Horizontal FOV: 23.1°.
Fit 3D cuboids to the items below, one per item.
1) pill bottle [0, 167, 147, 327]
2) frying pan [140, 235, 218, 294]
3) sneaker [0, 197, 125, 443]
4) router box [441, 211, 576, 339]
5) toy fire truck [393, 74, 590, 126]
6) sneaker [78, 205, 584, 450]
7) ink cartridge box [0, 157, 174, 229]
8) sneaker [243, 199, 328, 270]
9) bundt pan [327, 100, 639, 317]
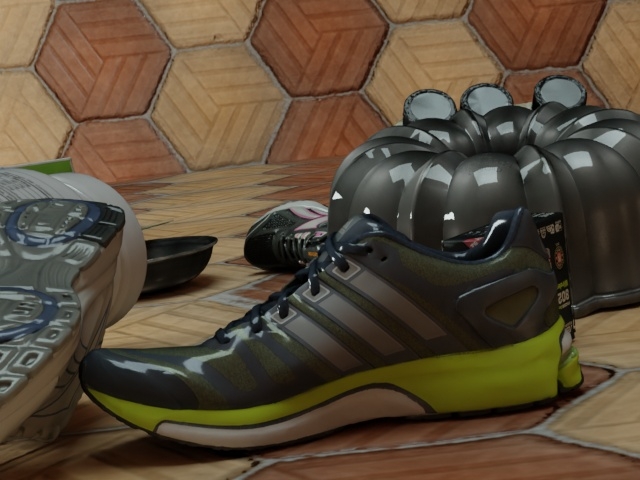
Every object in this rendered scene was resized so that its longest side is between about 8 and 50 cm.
[{"bbox_3d":[-0.254,0.032,1.150,0.160,0.160,0.283,-3,7,24],"label":"pill bottle"},{"bbox_3d":[-0.226,0.036,1.533,0.197,0.053,0.326,-5,8,25],"label":"frying pan"},{"bbox_3d":[-0.181,0.076,0.944,0.111,0.129,0.297,6,23,11],"label":"sneaker"},{"bbox_3d":[0.128,0.035,1.050,0.038,0.092,0.122,-2,9,32],"label":"router box"},{"bbox_3d":[0.198,-0.050,1.608,0.217,0.246,0.158,-6,-38,-6],"label":"toy fire truck"},{"bbox_3d":[0.004,0.048,0.935,0.300,0.121,0.111,-8,7,-11],"label":"sneaker"},{"bbox_3d":[-0.314,-0.024,1.654,0.189,0.097,0.255,-14,1,37],"label":"ink cartridge box"},{"bbox_3d":[0.000,0.000,1.567,0.178,0.072,0.077,-10,16,23],"label":"sneaker"},{"bbox_3d":[0.155,-0.037,1.316,0.331,0.124,0.331,-6,14,2],"label":"bundt pan"}]
